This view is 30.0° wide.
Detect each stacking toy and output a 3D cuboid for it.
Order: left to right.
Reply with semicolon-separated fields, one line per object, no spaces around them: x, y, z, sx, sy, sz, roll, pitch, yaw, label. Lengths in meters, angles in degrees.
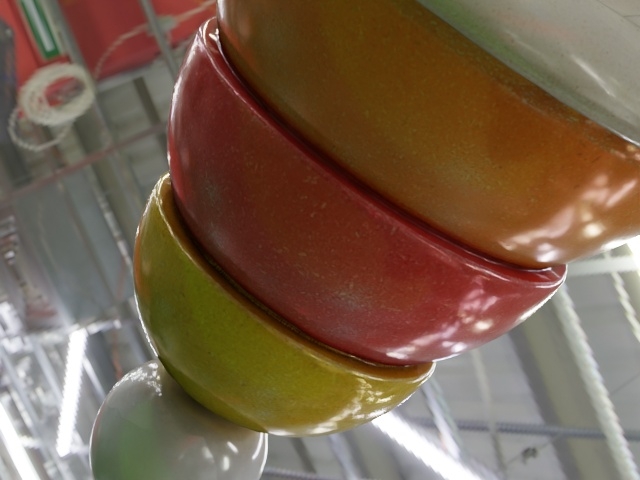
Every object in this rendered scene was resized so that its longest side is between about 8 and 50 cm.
0.000;0.000;0.752;0.350;0.350;0.480;47;-65;26;stacking toy
